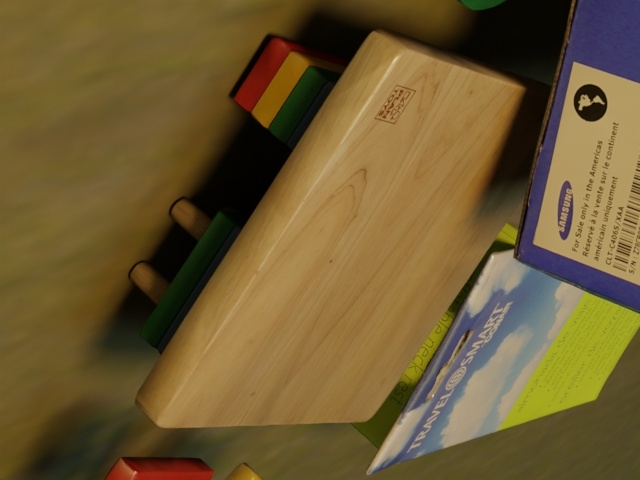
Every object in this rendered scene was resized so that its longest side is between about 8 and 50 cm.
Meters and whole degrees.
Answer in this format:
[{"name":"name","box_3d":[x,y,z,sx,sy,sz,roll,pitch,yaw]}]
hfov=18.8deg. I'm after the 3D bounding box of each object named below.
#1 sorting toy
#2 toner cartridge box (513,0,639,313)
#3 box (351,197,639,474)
[{"name":"sorting toy","box_3d":[0.000,0.000,0.609,0.274,0.046,0.132,-57,153,14]},{"name":"toner cartridge box","box_3d":[0.197,-0.091,0.690,0.348,0.075,0.165,-20,128,-54]},{"name":"box","box_3d":[0.079,0.026,0.772,0.178,0.042,0.109,-9,133,-53]}]
